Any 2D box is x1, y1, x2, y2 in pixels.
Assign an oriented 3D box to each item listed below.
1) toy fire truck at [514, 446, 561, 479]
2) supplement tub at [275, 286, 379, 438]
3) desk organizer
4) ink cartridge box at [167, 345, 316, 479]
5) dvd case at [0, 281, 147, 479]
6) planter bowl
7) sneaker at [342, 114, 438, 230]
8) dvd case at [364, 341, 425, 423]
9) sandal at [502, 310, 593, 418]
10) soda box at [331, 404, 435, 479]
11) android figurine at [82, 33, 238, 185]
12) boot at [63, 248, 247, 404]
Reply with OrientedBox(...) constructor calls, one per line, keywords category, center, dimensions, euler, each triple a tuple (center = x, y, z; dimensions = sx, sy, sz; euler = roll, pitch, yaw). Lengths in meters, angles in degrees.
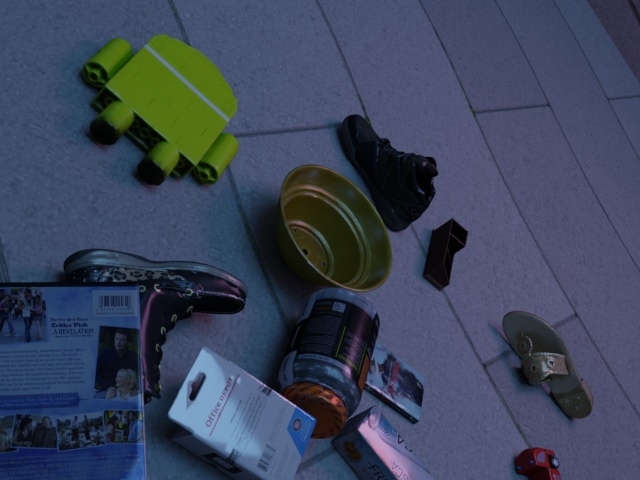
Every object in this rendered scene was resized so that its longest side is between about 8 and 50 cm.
OrientedBox(category="toy fire truck", center=(0.334, 0.416, 1.383), dimensions=(0.135, 0.047, 0.192), euler=(19, 48, -33))
OrientedBox(category="supplement tub", center=(0.008, 0.165, 1.188), dimensions=(0.117, 0.117, 0.190), euler=(40, 40, -16))
OrientedBox(category="desk organizer", center=(0.226, 0.023, 1.571), dimensions=(0.047, 0.050, 0.130), euler=(39, 40, -17))
OrientedBox(category="ink cartridge box", center=(-0.104, 0.219, 1.060), dimensions=(0.180, 0.060, 0.104), euler=(38, 55, -19))
OrientedBox(category="dvd case", center=(-0.276, 0.159, 0.916), dimensions=(0.180, 0.022, 0.253), euler=(0, 62, -17))
OrientedBox(category="planter bowl", center=(0.000, 0.000, 1.327), dimensions=(0.217, 0.090, 0.217), euler=(27, 44, -29))
OrientedBox(category="sneaker", center=(0.129, -0.145, 1.542), dimensions=(0.087, 0.130, 0.228), euler=(-7, 65, -50))
OrientedBox(category="dvd case", center=(0.111, 0.214, 1.338), dimensions=(0.119, 0.013, 0.087), euler=(37, 41, -18))
OrientedBox(category="sandal", center=(0.407, 0.235, 1.564), dimensions=(0.240, 0.088, 0.079), euler=(52, 32, -9))
OrientedBox(category="soda box", center=(0.101, 0.322, 1.209), dimensions=(0.183, 0.058, 0.063), euler=(52, 38, -2))
OrientedBox(category="android figurine", center=(-0.222, -0.198, 1.282), dimensions=(0.248, 0.056, 0.273), euler=(40, 40, -15))
OrientedBox(category="boot", center=(-0.193, 0.113, 1.052), dimensions=(0.236, 0.085, 0.179), euler=(13, 55, -32))
